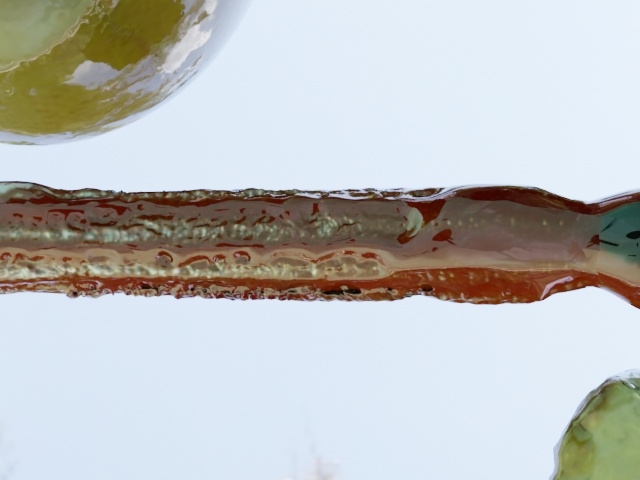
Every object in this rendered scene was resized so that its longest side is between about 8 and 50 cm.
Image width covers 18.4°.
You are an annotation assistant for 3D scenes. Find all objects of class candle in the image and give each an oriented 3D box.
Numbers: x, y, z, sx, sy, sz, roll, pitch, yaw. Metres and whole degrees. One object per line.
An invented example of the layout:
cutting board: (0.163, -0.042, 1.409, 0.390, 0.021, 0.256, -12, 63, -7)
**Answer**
candle: (0.000, 0.000, 0.754, 0.329, 0.051, 0.048, 0, -141, 9)

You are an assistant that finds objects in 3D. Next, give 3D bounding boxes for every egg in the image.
egg: (-0.142, -0.208, 1.047, 0.250, 0.250, 0.322, 1, -107, 30)

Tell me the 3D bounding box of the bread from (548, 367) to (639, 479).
bread: (0.199, 0.219, 0.948, 0.207, 0.279, 0.279, 25, -80, 24)
